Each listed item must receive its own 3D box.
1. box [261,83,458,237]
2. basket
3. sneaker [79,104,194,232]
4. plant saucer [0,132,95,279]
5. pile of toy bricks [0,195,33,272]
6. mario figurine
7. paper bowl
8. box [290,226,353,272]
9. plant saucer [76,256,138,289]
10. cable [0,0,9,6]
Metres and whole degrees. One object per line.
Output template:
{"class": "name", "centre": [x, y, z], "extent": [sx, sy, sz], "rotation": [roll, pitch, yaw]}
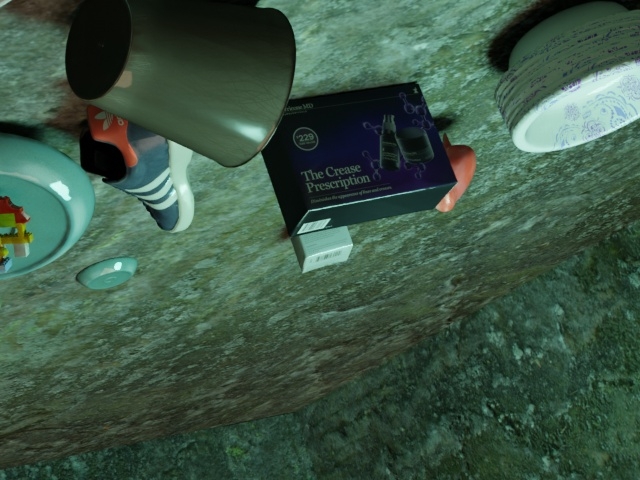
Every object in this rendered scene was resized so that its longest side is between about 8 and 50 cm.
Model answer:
{"class": "box", "centre": [0.054, -0.128, 1.682], "extent": [0.261, 0.184, 0.103], "rotation": [-12, 159, -25]}
{"class": "basket", "centre": [-0.165, -0.202, 1.263], "extent": [0.227, 0.154, 0.204], "rotation": [10, 105, -46]}
{"class": "sneaker", "centre": [-0.258, -0.109, 1.522], "extent": [0.148, 0.131, 0.350], "rotation": [-9, 156, -10]}
{"class": "plant saucer", "centre": [-0.468, -0.030, 1.493], "extent": [0.317, 0.044, 0.318], "rotation": [-9, 146, -6]}
{"class": "pile of toy bricks", "centre": [-0.490, -0.014, 1.398], "extent": [0.212, 0.105, 0.118], "rotation": [-3, -163, 1]}
{"class": "mario figurine", "centre": [0.114, -0.129, 1.925], "extent": [0.320, 0.170, 0.198], "rotation": [-10, -161, 2]}
{"class": "paper bowl", "centre": [0.410, -0.266, 1.709], "extent": [0.284, 0.148, 0.284], "rotation": [-18, 164, -5]}
{"class": "box", "centre": [0.000, 0.000, 2.179], "extent": [0.101, 0.087, 0.102], "rotation": [-16, 163, -12]}
{"class": "plant saucer", "centre": [-0.400, 0.066, 2.053], "extent": [0.119, 0.021, 0.119], "rotation": [-18, 162, -6]}
{"class": "cable", "centre": [-0.345, -0.282, 0.921], "extent": [0.257, 0.089, 0.257], "rotation": [-28, 161, 25]}
